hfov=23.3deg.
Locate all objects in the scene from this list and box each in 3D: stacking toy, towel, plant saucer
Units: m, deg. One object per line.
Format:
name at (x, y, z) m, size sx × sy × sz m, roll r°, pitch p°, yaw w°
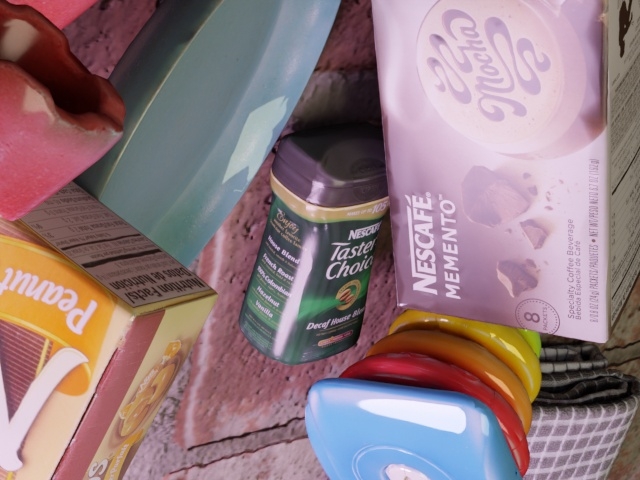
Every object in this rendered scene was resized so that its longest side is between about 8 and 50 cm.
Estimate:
stacking toy at (0.124, 0.076, 1.259) m, size 0.302 × 0.166 × 0.175 m, roll -62°, pitch 142°, yaw -34°
towel at (0.147, 0.222, 1.437) m, size 0.284 × 0.121 × 0.235 m, roll -3°, pitch 124°, yaw -34°
plant saucer at (-0.083, -0.075, 0.988) m, size 0.317 × 0.044 × 0.317 m, roll -56°, pitch 171°, yaw -13°

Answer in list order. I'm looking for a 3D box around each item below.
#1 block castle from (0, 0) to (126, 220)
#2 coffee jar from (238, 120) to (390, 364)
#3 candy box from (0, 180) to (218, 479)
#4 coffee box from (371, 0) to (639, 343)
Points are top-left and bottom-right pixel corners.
block castle at (-0.277, -0.185, 0.580) m, size 0.453 × 0.303 × 0.213 m, roll 39°, pitch 104°, yaw -22°
coffee jar at (0.000, 0.000, 1.182) m, size 0.096 × 0.079 × 0.184 m, roll -15°, pitch 131°, yaw -37°
candy box at (-0.229, 0.019, 0.857) m, size 0.087 × 0.316 × 0.183 m, roll -15°, pitch 138°, yaw -62°
coffee box at (0.140, -0.089, 1.102) m, size 0.119 × 0.168 × 0.297 m, roll -51°, pitch 143°, yaw -49°
